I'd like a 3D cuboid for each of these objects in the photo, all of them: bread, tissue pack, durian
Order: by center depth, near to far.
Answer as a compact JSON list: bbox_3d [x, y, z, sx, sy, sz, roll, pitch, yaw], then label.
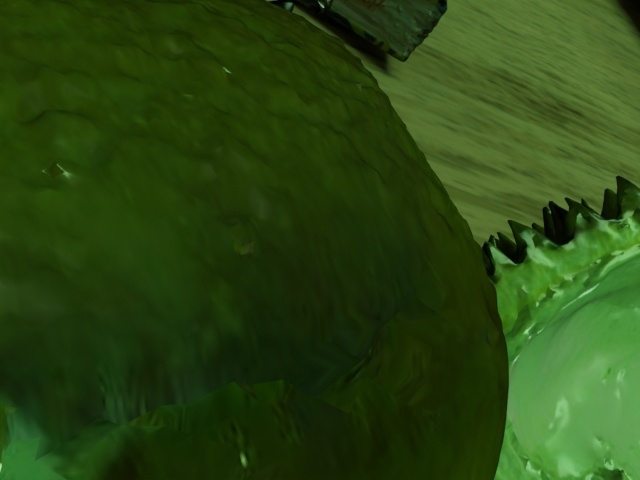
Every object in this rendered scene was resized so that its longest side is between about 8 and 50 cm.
[{"bbox_3d":[-0.087,0.039,0.463,0.251,0.208,0.376,59,28,12],"label":"bread"},{"bbox_3d":[0.211,0.104,0.801,0.394,0.163,0.198,43,32,-17],"label":"durian"},{"bbox_3d":[0.023,-0.191,1.006,0.109,0.060,0.148,29,33,-20],"label":"tissue pack"}]

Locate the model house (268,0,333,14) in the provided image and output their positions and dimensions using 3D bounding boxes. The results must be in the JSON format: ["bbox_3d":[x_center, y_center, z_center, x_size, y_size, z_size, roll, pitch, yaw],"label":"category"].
[{"bbox_3d":[-0.076,-0.117,0.662,0.141,0.203,0.164,3,62,-23],"label":"model house"}]
